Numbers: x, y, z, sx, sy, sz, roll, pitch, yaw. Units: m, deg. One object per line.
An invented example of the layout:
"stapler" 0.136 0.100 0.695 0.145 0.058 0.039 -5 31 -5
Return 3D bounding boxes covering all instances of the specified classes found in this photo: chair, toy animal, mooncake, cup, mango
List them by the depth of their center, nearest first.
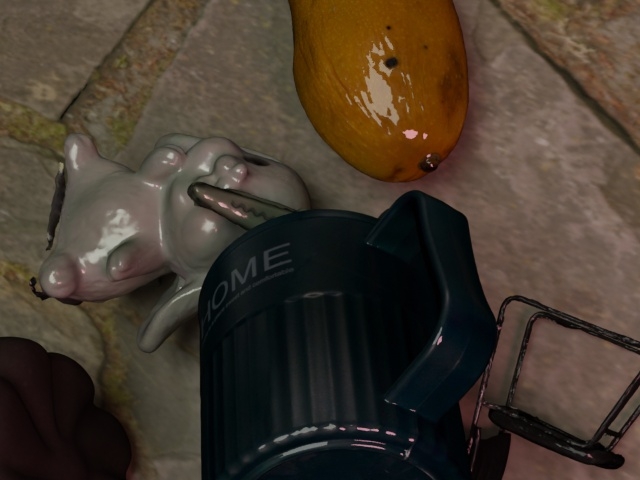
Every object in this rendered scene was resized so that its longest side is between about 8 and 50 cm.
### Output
"cup" 0.034 0.139 1.102 0.308 0.242 0.292 -24 33 14
"chair" 0.209 0.181 1.146 0.145 0.140 0.221 23 88 24
"mooncake" -0.310 0.243 1.252 0.154 0.306 0.306 -17 70 16
"mango" 0.054 -0.222 1.320 0.187 0.144 0.359 -19 66 14
"toy animal" -0.158 -0.002 1.333 0.289 0.174 0.249 14 69 26

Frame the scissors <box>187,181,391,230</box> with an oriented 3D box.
"scissors" 0.000 0.000 1.244 0.289 0.041 0.138 22 83 -16
